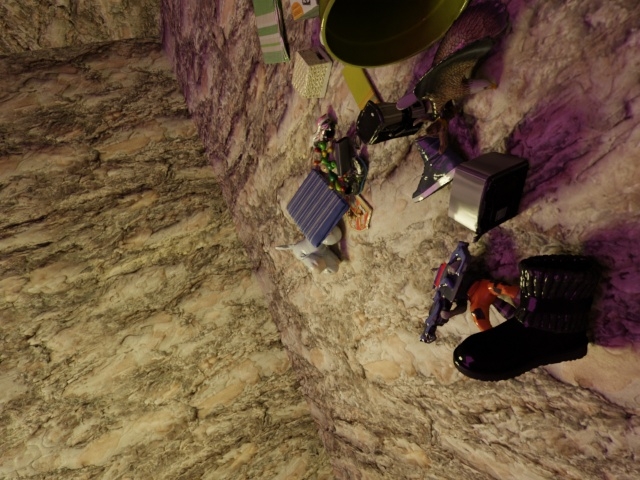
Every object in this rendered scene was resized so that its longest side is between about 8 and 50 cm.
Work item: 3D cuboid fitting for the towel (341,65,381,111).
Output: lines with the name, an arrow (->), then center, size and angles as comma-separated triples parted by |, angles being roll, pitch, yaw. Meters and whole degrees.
towel -> 0.148, -0.521, 1.549 | 0.237, 0.021, 0.102 | 66, 149, 10

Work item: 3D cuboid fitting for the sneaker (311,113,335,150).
sneaker -> 0.015, -0.427, 1.831 | 0.077, 0.072, 0.178 | 48, 155, 18

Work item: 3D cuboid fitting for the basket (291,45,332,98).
basket -> -0.038, -0.645, 1.727 | 0.113, 0.103, 0.167 | 58, 154, 26

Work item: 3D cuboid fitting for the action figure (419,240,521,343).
action figure -> 0.443, 0.193, 1.320 | 0.330, 0.179, 0.341 | 48, 123, 48

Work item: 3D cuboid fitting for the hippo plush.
hippo plush -> 0.000, 0.000, 2.089 | 0.294, 0.234, 0.236 | 32, 107, 31

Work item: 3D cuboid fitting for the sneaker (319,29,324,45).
sneaker -> 0.082, -0.654, 1.480 | 0.256, 0.094, 0.151 | 1, 104, 61

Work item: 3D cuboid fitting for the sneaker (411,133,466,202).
sneaker -> 0.319, -0.222, 1.330 | 0.163, 0.086, 0.226 | 55, 144, 5

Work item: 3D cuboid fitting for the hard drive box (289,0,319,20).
hard drive box -> -0.044, -0.917, 1.553 | 0.181, 0.089, 0.232 | 13, 120, 60

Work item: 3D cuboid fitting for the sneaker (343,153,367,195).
sneaker -> 0.129, -0.245, 1.723 | 0.067, 0.078, 0.188 | 50, 148, 35

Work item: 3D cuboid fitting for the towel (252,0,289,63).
towel -> -0.222, -0.950, 1.953 | 0.248, 0.038, 0.324 | 32, 138, 55

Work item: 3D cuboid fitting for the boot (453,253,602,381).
boot -> 0.479, 0.176, 1.062 | 0.131, 0.348, 0.260 | -111, 8, -62

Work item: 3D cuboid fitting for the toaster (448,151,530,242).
toaster -> 0.416, -0.115, 1.120 | 0.110, 0.186, 0.168 | 36, 140, 43

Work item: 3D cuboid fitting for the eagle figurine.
eagle figurine -> 0.326, -0.408, 1.091 | 0.298, 0.225, 0.226 | 84, 164, -51

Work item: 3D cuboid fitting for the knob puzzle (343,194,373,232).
knob puzzle -> 0.140, -0.112, 1.861 | 0.213, 0.030, 0.213 | 44, 145, 42

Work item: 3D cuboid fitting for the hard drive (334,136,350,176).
hard drive -> 0.087, -0.326, 1.735 | 0.022, 0.094, 0.135 | 7, 121, 26

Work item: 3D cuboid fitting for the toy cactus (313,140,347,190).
toy cactus -> 0.032, -0.302, 1.860 | 0.219, 0.112, 0.180 | 57, 172, -12

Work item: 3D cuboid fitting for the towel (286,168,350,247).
towel -> -0.019, -0.146, 1.954 | 0.243, 0.040, 0.336 | -53, 42, 15

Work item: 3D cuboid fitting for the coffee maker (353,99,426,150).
coffee maker -> 0.206, -0.363, 1.359 | 0.171, 0.178, 0.120 | -13, 95, 63

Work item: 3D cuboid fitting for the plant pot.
plant pot -> 0.136, -0.694, 1.104 | 0.366, 0.367, 0.352 | 132, 126, -62
